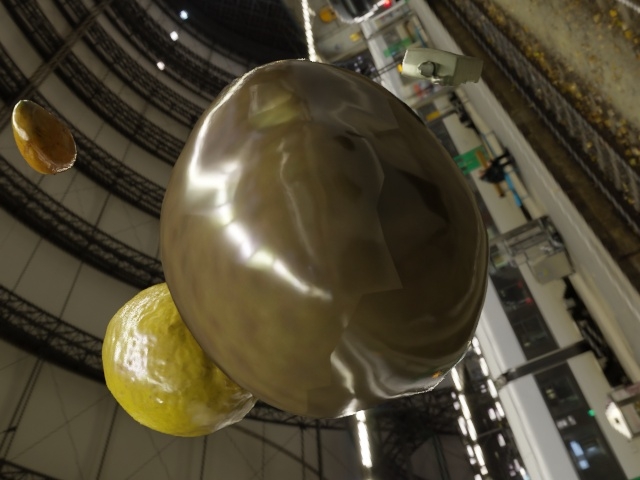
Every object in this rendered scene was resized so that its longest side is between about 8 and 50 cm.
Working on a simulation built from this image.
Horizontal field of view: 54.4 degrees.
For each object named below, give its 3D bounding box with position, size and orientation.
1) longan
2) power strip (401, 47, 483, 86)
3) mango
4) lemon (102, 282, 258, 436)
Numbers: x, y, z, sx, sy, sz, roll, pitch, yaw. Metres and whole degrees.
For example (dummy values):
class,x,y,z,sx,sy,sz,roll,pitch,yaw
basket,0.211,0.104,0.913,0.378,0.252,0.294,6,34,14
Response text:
class,x,y,z,sx,sy,sz,roll,pitch,yaw
longan,0.000,0.000,0.673,0.404,0.337,0.404,162,90,-88
power strip,0.208,-0.278,1.003,0.286,0.080,0.048,-28,-46,-62
mango,-0.549,-0.197,1.237,0.165,0.089,0.115,72,-163,-68
lemon,-0.240,0.200,1.087,0.285,0.317,0.285,-13,-90,-75
